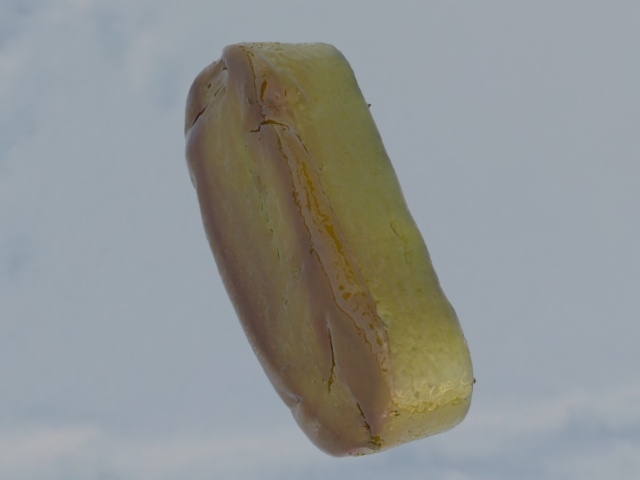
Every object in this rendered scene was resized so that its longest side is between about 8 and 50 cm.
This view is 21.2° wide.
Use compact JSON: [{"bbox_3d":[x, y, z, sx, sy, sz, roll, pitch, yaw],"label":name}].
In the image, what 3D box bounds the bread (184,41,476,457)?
[{"bbox_3d":[0.000,0.000,0.922,0.094,0.102,0.245,-8,64,-31],"label":"bread"}]
